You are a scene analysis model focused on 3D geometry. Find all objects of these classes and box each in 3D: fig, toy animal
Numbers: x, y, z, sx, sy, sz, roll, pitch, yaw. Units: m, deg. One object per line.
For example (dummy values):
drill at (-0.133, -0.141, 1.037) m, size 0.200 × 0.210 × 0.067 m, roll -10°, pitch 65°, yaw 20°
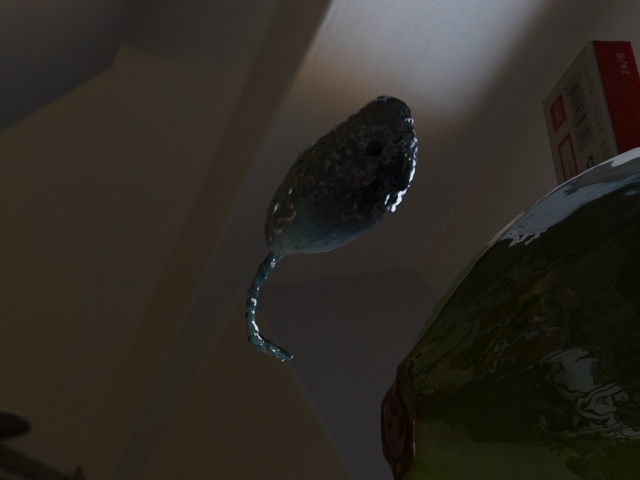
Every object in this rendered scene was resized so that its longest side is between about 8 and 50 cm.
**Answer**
fig at (0.189, 0.087, 0.507) m, size 0.316 × 0.316 × 0.316 m, roll 19°, pitch -144°, yaw -15°
toy animal at (-0.009, 0.001, 0.675) m, size 0.079 × 0.253 × 0.070 m, roll 34°, pitch -150°, yaw 2°

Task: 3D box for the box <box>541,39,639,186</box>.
box at (0.284, -0.073, 0.917) m, size 0.050 × 0.123 × 0.229 m, roll 0°, pitch -115°, yaw -11°
